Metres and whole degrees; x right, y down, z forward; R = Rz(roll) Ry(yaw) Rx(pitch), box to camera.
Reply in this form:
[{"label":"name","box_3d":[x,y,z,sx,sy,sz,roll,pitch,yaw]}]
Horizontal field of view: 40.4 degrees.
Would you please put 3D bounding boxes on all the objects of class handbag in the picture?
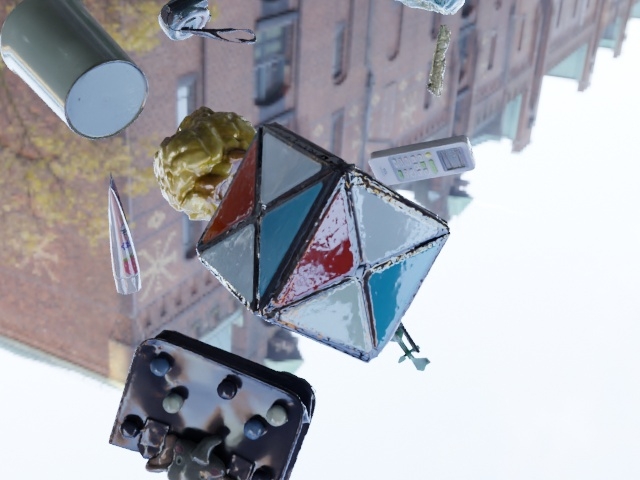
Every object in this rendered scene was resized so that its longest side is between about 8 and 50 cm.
[{"label":"handbag","box_3d":[-0.196,0.330,1.520,0.326,0.269,0.118,20,-170,9]}]

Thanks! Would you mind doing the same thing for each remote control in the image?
[{"label":"remote control","box_3d":[0.247,-0.193,2.118,0.250,0.103,0.034,-8,-133,21]}]

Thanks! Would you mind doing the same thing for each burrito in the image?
[{"label":"burrito","box_3d":[0.313,-0.474,2.287,0.041,0.185,0.045,12,-168,14]}]

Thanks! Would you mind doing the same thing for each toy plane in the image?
[{"label":"toy plane","box_3d":[0.169,0.210,2.032,0.060,0.096,0.235,-27,-101,-46]}]

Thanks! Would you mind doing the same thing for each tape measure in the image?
[{"label":"tape measure","box_3d":[-0.219,-0.392,1.653,0.180,0.107,0.104,39,-107,4]}]

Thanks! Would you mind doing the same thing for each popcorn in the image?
[{"label":"popcorn","box_3d":[-0.265,-0.198,2.045,0.265,0.225,0.332,-28,-143,-2]}]

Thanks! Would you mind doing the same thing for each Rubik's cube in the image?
[{"label":"Rubik's cube","box_3d":[0.000,0.001,1.302,0.248,0.250,0.246,25,-174,-37]}]

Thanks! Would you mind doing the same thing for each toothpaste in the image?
[{"label":"toothpaste","box_3d":[-0.326,-0.009,1.414,0.043,0.194,0.067,-8,-159,-9]}]

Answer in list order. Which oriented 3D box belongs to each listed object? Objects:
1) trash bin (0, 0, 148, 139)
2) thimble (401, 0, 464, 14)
[{"label":"trash bin","box_3d":[-0.687,-0.492,2.399,0.280,0.280,0.432,-17,-132,-37]},{"label":"thimble","box_3d":[0.235,-0.643,2.049,0.288,0.167,0.254,8,-165,-40]}]
